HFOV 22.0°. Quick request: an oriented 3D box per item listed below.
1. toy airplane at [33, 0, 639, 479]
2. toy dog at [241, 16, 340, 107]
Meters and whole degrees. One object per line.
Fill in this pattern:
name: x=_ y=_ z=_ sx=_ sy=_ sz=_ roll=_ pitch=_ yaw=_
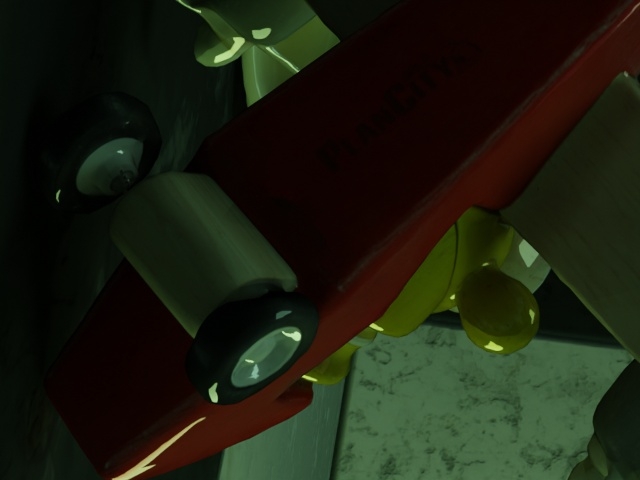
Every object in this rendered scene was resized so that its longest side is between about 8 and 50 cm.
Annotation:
toy airplane: x=0.080 y=-0.055 z=0.794 sx=0.272 sy=0.385 sz=0.386 roll=59 pitch=35 yaw=-65
toy dog: x=0.092 y=-0.137 z=1.431 sx=0.408 sy=0.285 sz=0.395 roll=-76 pitch=172 yaw=-67
